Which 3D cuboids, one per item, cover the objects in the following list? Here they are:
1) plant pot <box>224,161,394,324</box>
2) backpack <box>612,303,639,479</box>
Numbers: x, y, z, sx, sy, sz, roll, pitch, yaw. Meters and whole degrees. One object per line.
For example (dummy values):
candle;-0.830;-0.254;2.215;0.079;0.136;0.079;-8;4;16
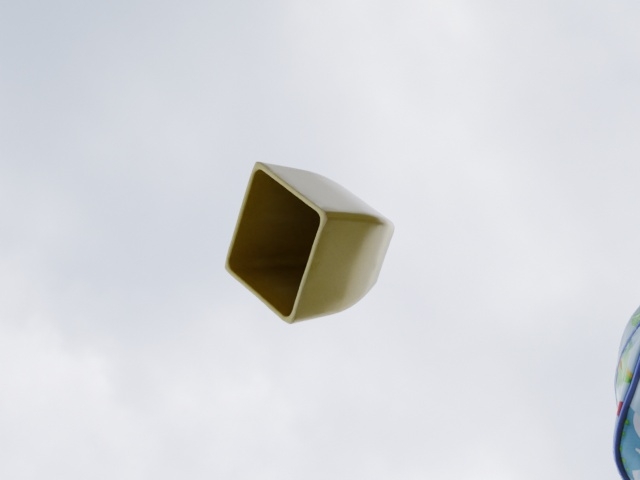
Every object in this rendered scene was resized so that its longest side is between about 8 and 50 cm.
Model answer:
plant pot;0.000;0.000;0.930;0.083;0.082;0.081;-2;-152;-40
backpack;0.367;0.128;0.911;0.273;0.290;0.355;-11;-143;-32
